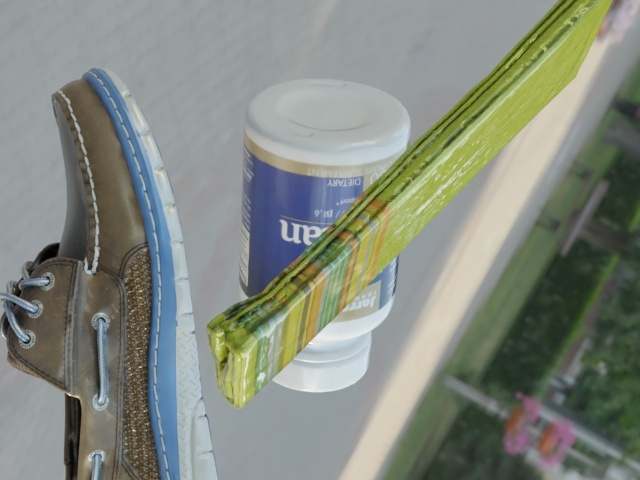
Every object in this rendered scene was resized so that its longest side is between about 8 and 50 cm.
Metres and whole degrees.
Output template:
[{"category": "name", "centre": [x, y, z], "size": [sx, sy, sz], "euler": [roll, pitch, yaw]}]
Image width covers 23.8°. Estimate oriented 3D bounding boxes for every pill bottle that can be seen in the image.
[{"category": "pill bottle", "centre": [0.000, 0.000, 0.884], "size": [0.094, 0.094, 0.169], "euler": [-47, 147, -54]}]

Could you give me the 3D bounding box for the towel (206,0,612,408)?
[{"category": "towel", "centre": [0.040, -0.022, 0.667], "size": [0.237, 0.021, 0.102], "euler": [-44, 169, -17]}]

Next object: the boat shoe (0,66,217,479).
[{"category": "boat shoe", "centre": [-0.081, 0.031, 0.551], "size": [0.066, 0.066, 0.183], "euler": [-171, -110, -74]}]
